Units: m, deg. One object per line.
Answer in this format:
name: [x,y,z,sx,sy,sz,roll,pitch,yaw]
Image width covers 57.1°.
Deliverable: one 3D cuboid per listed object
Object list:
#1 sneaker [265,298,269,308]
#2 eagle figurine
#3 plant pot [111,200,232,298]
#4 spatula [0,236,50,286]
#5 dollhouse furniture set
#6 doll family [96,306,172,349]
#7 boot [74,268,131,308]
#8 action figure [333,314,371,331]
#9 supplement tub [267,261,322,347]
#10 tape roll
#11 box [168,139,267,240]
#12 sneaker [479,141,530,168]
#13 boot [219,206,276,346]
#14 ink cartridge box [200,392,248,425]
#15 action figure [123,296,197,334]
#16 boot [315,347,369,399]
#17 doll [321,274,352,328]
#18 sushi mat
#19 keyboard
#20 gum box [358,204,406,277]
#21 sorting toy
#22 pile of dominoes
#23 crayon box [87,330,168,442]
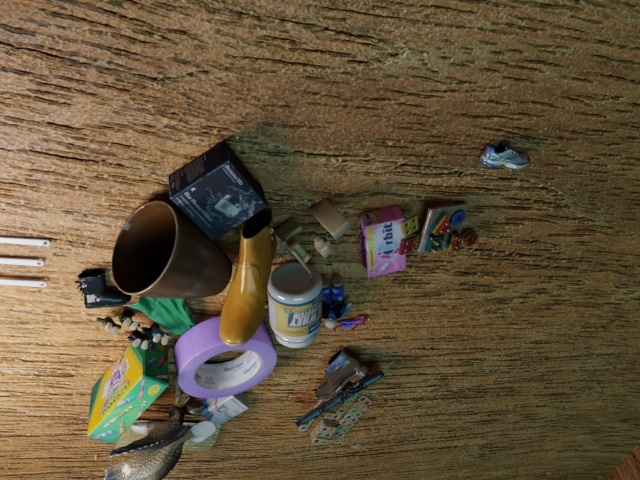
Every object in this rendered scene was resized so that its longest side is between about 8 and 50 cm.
sneaker: [-0.162,0.177,1.605,0.083,0.035,0.031,15,123,-26]
eagle figurine: [-0.466,0.571,1.672,0.225,0.298,0.226,-18,115,26]
plant pot: [-0.320,0.050,1.363,0.215,0.215,0.230,-41,142,17]
spatula: [-0.749,0.045,1.340,0.241,0.019,0.168,5,121,-21]
dollhouse furniture set: [0.000,0.000,1.458,0.151,0.144,0.123,-39,134,-3]
doll family: [-0.474,0.226,1.510,0.193,0.111,0.076,38,77,-24]
boot: [-0.533,0.115,1.443,0.121,0.045,0.099,-7,124,-14]
action figure: [0.094,0.245,1.743,0.115,0.030,0.038,-14,126,-7]
supplement tub: [-0.066,0.172,1.557,0.144,0.144,0.200,-8,130,-10]
tape roll: [-0.263,0.325,1.631,0.274,0.090,0.275,-14,138,-13]
box: [-0.229,-0.110,1.317,0.158,0.093,0.156,-32,130,8]
sneaker: [0.468,-0.214,1.467,0.135,0.052,0.058,-1,124,-17]
boot: [-0.172,0.074,1.367,0.104,0.295,0.211,10,137,7]
ink cartridge box: [-0.297,0.509,1.823,0.122,0.052,0.088,-32,129,9]
action figure: [-0.388,0.185,1.527,0.137,0.064,0.232,-25,137,2]
boot: [0.040,0.417,1.854,0.219,0.082,0.106,-38,104,26]
doll: [0.025,0.177,1.654,0.129,0.046,0.189,-4,132,-1]
sushi mat: [-0.484,0.624,1.881,0.316,0.019,0.151,11,123,-25]
keyboard: [0.061,0.500,1.854,0.317,0.033,0.201,-32,164,2]
gum box: [0.164,0.009,1.547,0.107,0.062,0.188,-13,130,-6]
sorting toy: [0.323,-0.024,1.538,0.274,0.046,0.132,-9,125,-30]
pile of dominoes: [0.058,0.611,2.018,0.195,0.040,0.251,17,122,-27]
crayon box: [-0.520,0.395,1.590,0.081,0.165,0.278,30,114,-33]
